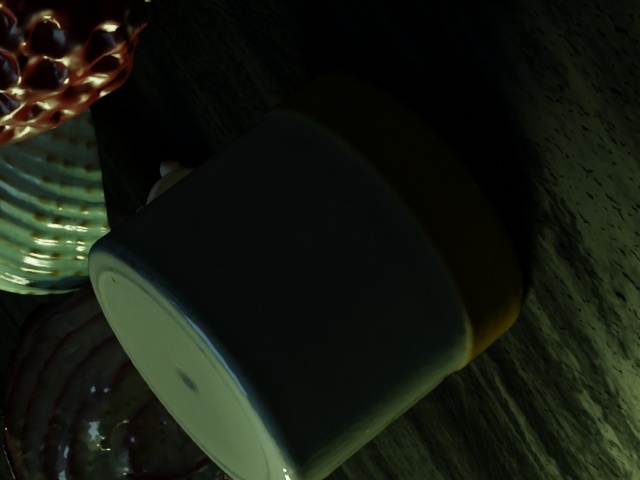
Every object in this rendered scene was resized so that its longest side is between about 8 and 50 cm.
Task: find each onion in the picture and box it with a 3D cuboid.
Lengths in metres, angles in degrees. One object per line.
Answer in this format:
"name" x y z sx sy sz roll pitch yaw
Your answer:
"onion" -0.189 0.157 1.811 0.146 0.314 0.280 -135 23 -73

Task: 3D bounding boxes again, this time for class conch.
"conch" -0.334 -0.081 1.747 0.319 0.215 0.303 116 133 -65

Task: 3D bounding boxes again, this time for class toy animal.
"toy animal" -0.137 -0.014 1.691 0.182 0.131 0.127 128 136 -63

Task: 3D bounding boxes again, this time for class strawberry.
"strawberry" -0.339 -0.201 1.400 0.317 0.345 0.295 55 162 -6

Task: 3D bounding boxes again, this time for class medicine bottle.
"medicine bottle" -0.013 0.034 1.239 0.238 0.232 0.238 45 160 22
